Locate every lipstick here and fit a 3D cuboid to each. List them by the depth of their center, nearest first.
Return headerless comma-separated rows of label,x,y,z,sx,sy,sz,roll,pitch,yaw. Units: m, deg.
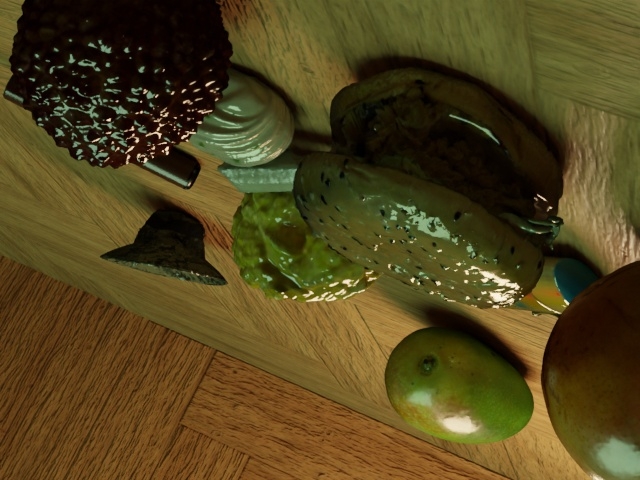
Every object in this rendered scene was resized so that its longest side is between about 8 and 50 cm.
lipstick,-0.372,-0.187,2.315,0.356,0.057,0.057,26,166,-1

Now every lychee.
lychee,-0.244,-0.212,1.595,0.300,0.264,0.264,-5,150,30

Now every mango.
mango,0.266,0.282,2.551,0.225,0.201,0.382,-13,154,35

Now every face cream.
face cream,0.294,0.061,1.975,0.139,0.067,0.285,32,165,-29

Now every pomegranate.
pomegranate,0.430,0.188,1.690,0.319,0.319,0.319,25,165,7

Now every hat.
hat,-0.301,0.008,2.727,0.265,0.128,0.265,14,174,2

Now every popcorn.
popcorn,0.000,0.000,2.039,0.251,0.206,0.237,13,154,-36

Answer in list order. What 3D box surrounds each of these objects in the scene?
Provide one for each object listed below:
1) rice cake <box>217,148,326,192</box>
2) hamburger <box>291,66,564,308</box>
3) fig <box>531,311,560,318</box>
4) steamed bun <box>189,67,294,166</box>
rice cake,-0.026,-0.100,1.905,0.256,0.052,0.057,-1,157,31
hamburger,0.134,-0.062,1.591,0.318,0.195,0.277,24,167,2
fig,0.404,0.148,2.072,0.124,0.124,0.236,41,-177,-44
steamed bun,-0.125,-0.164,1.863,0.183,0.106,0.183,27,165,8
